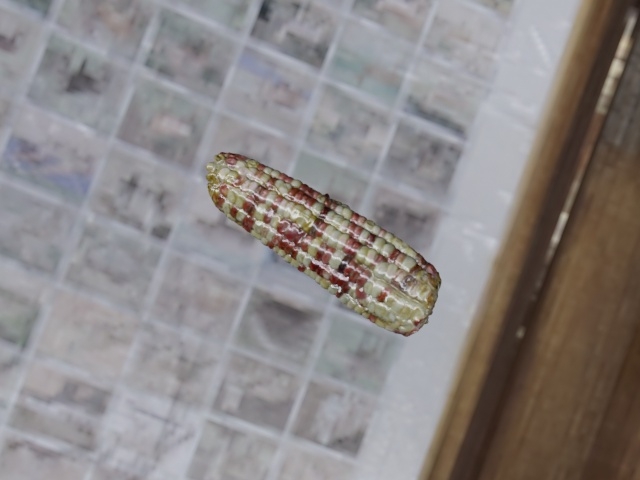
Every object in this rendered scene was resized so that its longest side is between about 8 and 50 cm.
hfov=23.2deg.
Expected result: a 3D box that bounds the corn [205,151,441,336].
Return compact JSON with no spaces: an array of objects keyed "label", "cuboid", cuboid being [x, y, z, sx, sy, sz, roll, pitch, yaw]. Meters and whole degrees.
[{"label":"corn","cuboid":[0.000,0.000,1.375,0.237,0.079,0.079,31,177,7]}]
